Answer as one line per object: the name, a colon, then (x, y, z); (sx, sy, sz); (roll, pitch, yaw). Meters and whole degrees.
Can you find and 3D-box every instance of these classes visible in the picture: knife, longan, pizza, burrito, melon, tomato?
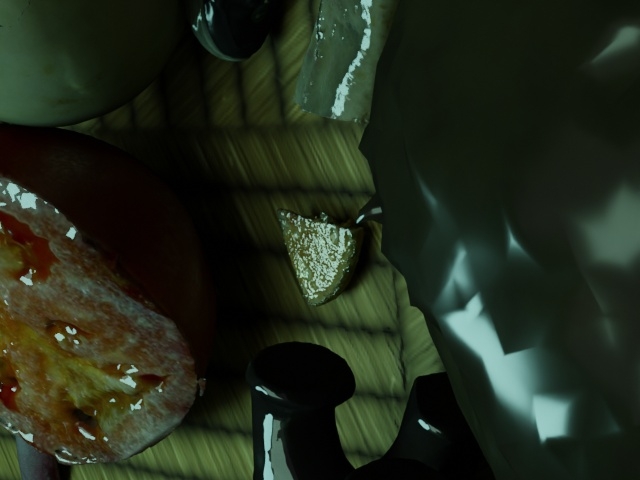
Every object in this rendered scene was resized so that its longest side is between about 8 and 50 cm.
knife: (-0.252, 0.121, 1.767); (0.123, 0.053, 0.278); (39, 129, 45)
longan: (0.207, -0.013, 0.818); (0.404, 0.436, 0.404); (8, 113, 19)
pizza: (0.001, 0.000, 1.423); (0.078, 0.025, 0.083); (51, 135, 22)
burrito: (0.035, -0.160, 1.296); (0.087, 0.060, 0.226); (51, 138, 36)
melon: (-0.206, -0.196, 1.415); (0.317, 0.223, 0.223); (37, -148, -82)
tomato: (-0.212, 0.017, 1.562); (0.338, 0.143, 0.338); (19, 140, 17)

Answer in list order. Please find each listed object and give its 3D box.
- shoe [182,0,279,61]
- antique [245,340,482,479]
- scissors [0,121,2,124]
shoe: (-0.035, -0.196, 1.373); (0.099, 0.071, 0.169); (29, 123, 36)
antique: (0.067, 0.240, 1.291); (0.322, 0.185, 0.255); (41, 131, 46)
scissors: (-0.282, -0.137, 1.738); (0.317, 0.024, 0.160); (2, 101, 52)
